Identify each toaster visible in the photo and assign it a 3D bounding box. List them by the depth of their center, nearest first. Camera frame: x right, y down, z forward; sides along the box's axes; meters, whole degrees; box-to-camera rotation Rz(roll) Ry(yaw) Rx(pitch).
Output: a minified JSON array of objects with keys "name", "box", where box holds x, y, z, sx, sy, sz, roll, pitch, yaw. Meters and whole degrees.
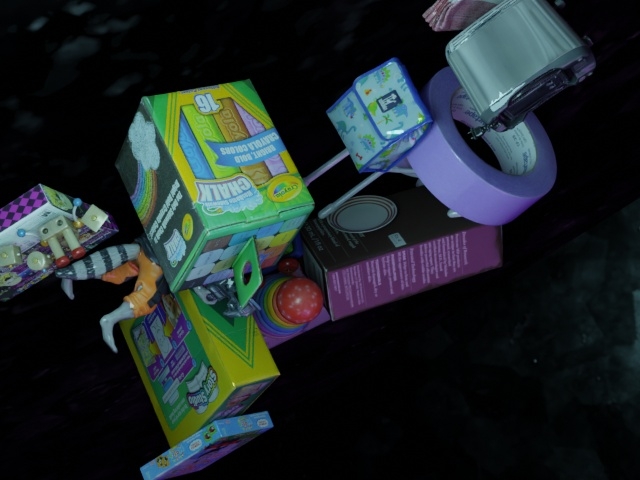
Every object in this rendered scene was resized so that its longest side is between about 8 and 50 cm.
[{"name":"toaster","box":[0.294,-0.270,1.578,0.227,0.146,0.129,-35,161,18]}]

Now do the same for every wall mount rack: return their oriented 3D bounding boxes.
[{"name":"wall mount rack","box":[0.122,-0.119,1.939,0.304,0.130,0.350,3,168,16]}]

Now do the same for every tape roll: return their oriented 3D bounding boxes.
[{"name":"tape roll","box":[0.269,-0.163,1.756,0.275,0.274,0.090,-11,155,-43]}]

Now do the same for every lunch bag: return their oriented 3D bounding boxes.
[{"name":"lunch bag","box":[0.101,-0.198,1.654,0.096,0.128,0.151,-6,154,-50]}]

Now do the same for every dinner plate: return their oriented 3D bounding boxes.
[{"name":"dinner plate","box":[0.083,-0.049,2.067,0.141,0.141,0.017,-21,124,-20]}]

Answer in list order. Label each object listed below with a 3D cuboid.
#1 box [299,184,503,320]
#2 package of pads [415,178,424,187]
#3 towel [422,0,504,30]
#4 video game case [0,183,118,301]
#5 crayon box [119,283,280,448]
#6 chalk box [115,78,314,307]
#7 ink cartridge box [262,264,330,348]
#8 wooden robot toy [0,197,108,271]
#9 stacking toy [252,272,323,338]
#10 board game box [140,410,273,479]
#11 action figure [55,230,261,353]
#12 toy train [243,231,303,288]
[{"name":"box","box":[0.161,0.009,2.108,0.381,0.191,0.143,-16,125,-13]},{"name":"package of pads","box":[0.236,-0.134,2.195,0.050,0.032,0.083,-23,162,-15]},{"name":"towel","box":[0.331,-0.417,1.528,0.237,0.037,0.329,-9,154,-48]},{"name":"video game case","box":[-0.454,0.010,1.569,0.232,0.042,0.210,-31,162,10]},{"name":"crayon box","box":[-0.243,0.196,1.958,0.106,0.313,0.363,-16,159,-33]},{"name":"chalk box","box":[-0.138,-0.051,1.449,0.179,0.289,0.180,-16,160,-32]},{"name":"ink cartridge box","box":[-0.080,0.150,2.376,0.176,0.128,0.127,-26,162,-8]},{"name":"wooden robot toy","box":[-0.375,0.004,1.492,0.173,0.076,0.079,-28,172,3]},{"name":"stacking toy","box":[-0.063,0.128,2.057,0.141,0.141,0.330,-24,180,-11]},{"name":"board game box","box":[-0.216,0.393,1.966,0.211,0.039,0.160,-34,161,28]},{"name":"action figure","box":[-0.235,0.030,1.656,0.330,0.178,0.341,-37,-150,-14]},{"name":"toy train","box":[-0.169,0.033,1.995,0.248,0.105,0.143,-26,149,30]}]
